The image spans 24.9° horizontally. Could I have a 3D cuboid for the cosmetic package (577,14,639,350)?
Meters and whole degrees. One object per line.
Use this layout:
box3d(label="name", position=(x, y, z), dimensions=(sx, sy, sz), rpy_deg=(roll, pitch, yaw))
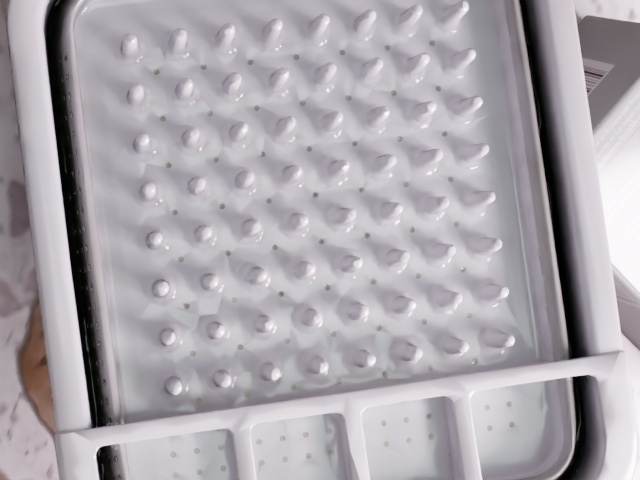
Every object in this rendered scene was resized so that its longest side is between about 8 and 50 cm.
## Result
box3d(label="cosmetic package", position=(0.214, -0.008, 0.861), dimensions=(0.127, 0.107, 0.238), rpy_deg=(-48, 117, -7))

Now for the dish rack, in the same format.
box3d(label="dish rack", position=(0.000, 0.000, 0.732), dimensions=(0.285, 0.072, 0.333), rpy_deg=(-7, 89, -9))
